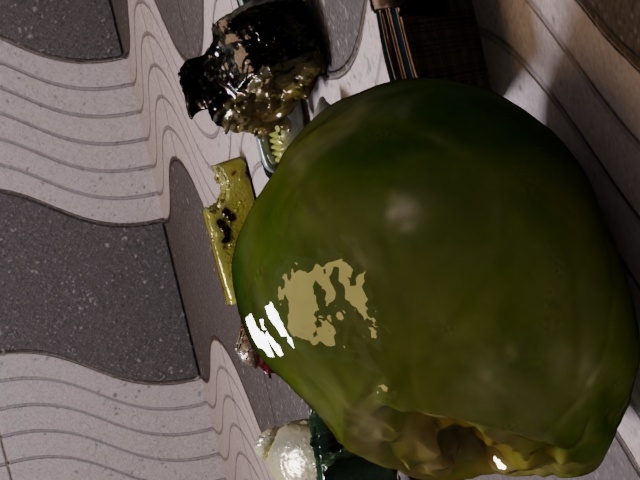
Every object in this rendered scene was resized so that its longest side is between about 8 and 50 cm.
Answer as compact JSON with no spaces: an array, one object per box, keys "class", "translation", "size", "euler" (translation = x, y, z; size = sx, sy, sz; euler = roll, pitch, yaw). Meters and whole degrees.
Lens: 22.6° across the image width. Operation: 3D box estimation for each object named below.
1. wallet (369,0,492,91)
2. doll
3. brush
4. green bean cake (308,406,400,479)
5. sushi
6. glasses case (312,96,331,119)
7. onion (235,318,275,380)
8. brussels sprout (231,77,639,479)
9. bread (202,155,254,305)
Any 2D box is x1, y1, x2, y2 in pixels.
[{"class":"wallet","translation":[0.078,-0.209,1.268],"size":[0.124,0.042,0.230],"euler":[-21,-80,-56]},{"class":"doll","translation":[0.029,0.368,2.180],"size":[0.149,0.175,0.278],"euler":[-25,-79,-63]},{"class":"brush","translation":[-0.059,-0.220,2.020],"size":[0.060,0.068,0.297],"euler":[0,104,57]},{"class":"green bean cake","translation":[0.038,0.232,1.883],"size":[0.208,0.107,0.193],"euler":[-64,-32,-87]},{"class":"sushi","translation":[-0.081,-0.196,1.894],"size":[0.212,0.147,0.115],"euler":[-43,62,58]},{"class":"glasses case","translation":[0.029,-0.059,1.715],"size":[0.308,0.083,0.128],"euler":[-133,30,-66]},{"class":"onion","translation":[-0.044,0.117,2.125],"size":[0.184,0.147,0.184],"euler":[35,143,32]},{"class":"brussels sprout","translation":[0.079,0.042,1.151],"size":[0.344,0.268,0.344],"euler":[158,90,-82]},{"class":"bread","translation":[-0.134,-0.015,2.539],"size":[0.049,0.088,0.226],"euler":[178,76,-80]}]
